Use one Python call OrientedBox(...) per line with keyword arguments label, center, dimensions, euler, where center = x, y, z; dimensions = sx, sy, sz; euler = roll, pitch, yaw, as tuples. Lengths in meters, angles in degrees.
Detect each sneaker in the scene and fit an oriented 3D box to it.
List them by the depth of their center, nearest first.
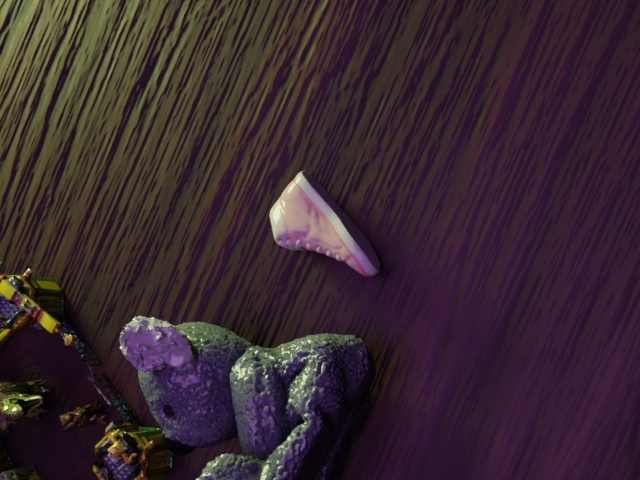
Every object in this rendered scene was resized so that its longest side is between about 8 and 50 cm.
OrientedBox(label="sneaker", center=(0.000, 0.000, 1.047), dimensions=(0.070, 0.051, 0.134), euler=(-44, 69, 12))

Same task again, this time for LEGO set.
OrientedBox(label="LEGO set", center=(-0.331, 0.192, 1.069), dimensions=(0.255, 0.192, 0.331), euler=(-36, 75, 13))

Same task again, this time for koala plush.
OrientedBox(label="koala plush", center=(-0.080, 0.149, 0.998), dimensions=(0.221, 0.196, 0.203), euler=(25, 82, 20))
